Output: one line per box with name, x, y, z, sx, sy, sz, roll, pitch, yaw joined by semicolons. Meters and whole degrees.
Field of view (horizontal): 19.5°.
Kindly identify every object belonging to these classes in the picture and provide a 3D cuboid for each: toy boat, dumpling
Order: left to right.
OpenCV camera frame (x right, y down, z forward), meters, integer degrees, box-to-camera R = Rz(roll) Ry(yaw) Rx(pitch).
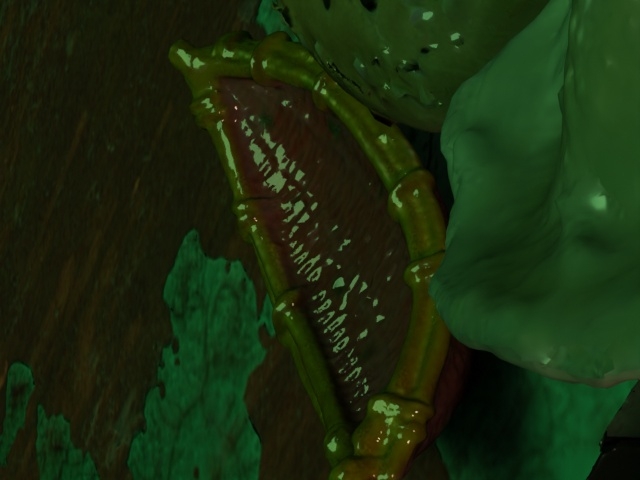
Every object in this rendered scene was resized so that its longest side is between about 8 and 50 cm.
toy boat;0.006;0.002;0.906;0.141;0.099;0.318;-59;36;32
dumpling;0.172;-0.063;0.429;0.320;0.270;0.211;-50;57;43

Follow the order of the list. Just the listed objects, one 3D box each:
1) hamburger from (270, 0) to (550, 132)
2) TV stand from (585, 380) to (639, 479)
hamburger;0.096;-0.171;0.674;0.318;0.195;0.276;175;99;-66
TV stand;0.121;0.074;0.739;0.256;0.049;0.040;-65;35;32
